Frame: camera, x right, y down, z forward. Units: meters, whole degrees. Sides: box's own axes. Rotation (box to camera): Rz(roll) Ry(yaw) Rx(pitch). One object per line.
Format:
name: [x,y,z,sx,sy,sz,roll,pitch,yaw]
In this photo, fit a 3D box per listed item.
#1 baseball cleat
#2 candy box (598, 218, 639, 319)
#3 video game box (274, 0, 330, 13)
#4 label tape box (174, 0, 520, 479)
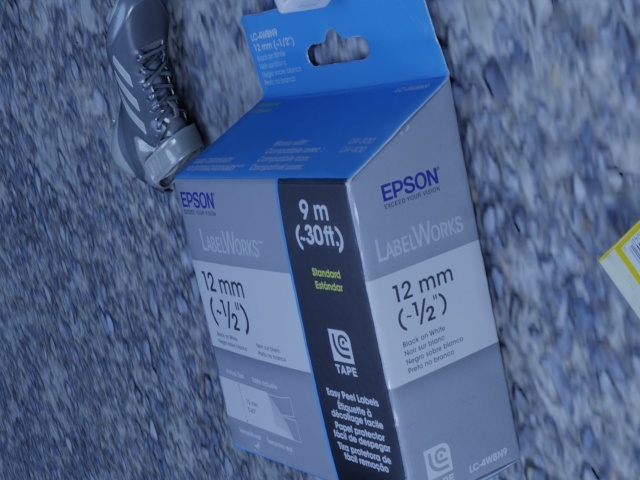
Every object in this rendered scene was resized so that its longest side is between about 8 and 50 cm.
baseball cleat: [-0.148,-0.137,1.078,0.109,0.072,0.206,34,139,26]
candy box: [0.228,-0.003,0.583,0.105,0.027,0.206,57,146,18]
video game box: [-0.015,-0.289,0.767,0.205,0.048,0.187,69,155,15]
label tape box: [0.000,0.000,0.860,0.249,0.115,0.348,5,112,56]
